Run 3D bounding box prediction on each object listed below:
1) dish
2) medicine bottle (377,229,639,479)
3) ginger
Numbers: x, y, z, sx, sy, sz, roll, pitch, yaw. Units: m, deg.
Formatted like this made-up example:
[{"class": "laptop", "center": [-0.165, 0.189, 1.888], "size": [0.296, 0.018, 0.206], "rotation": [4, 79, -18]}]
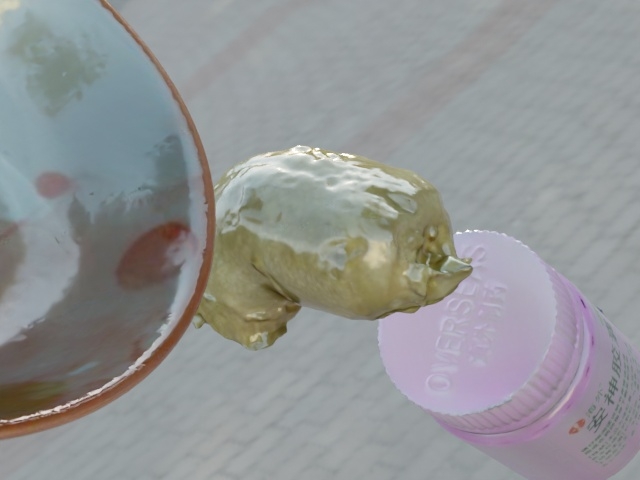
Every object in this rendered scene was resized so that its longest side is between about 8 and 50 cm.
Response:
[{"class": "dish", "center": [-0.170, -0.023, 0.481], "size": [0.085, 0.260, 0.260], "rotation": [-48, 4, 38]}, {"class": "medicine bottle", "center": [0.188, 0.117, 1.267], "size": [0.178, 0.290, 0.178], "rotation": [-13, 63, 25]}, {"class": "ginger", "center": [0.000, 0.000, 1.075], "size": [0.267, 0.152, 0.138], "rotation": [-8, 7, 38]}]
